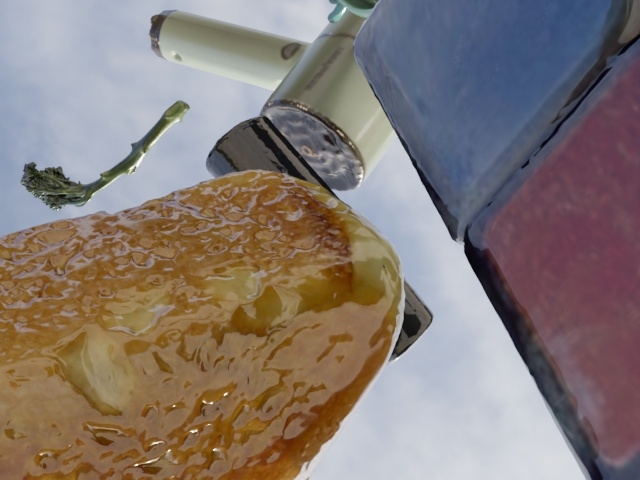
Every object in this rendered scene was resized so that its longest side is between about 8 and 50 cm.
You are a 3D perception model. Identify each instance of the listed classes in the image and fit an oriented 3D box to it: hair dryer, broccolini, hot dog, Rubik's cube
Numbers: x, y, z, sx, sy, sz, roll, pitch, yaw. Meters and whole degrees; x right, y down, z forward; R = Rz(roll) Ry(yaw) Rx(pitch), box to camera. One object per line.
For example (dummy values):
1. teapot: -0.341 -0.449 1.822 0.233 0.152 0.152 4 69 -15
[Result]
1. hair dryer: -0.055 -0.196 1.062 0.203 0.362 0.128 -55 -33 -24
2. broccolini: -0.182 -0.066 0.851 0.054 0.194 0.052 -14 -94 -63
3. hot dog: -0.136 0.112 0.625 0.405 0.185 0.223 -18 -58 -26
4. Rubik's cube: 0.255 -0.083 0.464 0.316 0.313 0.318 5 -134 -37

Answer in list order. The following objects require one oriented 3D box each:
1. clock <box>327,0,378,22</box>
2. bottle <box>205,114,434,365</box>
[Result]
1. clock: 0.051 -0.251 0.795 0.066 0.211 0.159 -18 -129 -29
2. bottle: 0.000 0.000 0.854 0.244 0.072 0.082 48 -153 12
